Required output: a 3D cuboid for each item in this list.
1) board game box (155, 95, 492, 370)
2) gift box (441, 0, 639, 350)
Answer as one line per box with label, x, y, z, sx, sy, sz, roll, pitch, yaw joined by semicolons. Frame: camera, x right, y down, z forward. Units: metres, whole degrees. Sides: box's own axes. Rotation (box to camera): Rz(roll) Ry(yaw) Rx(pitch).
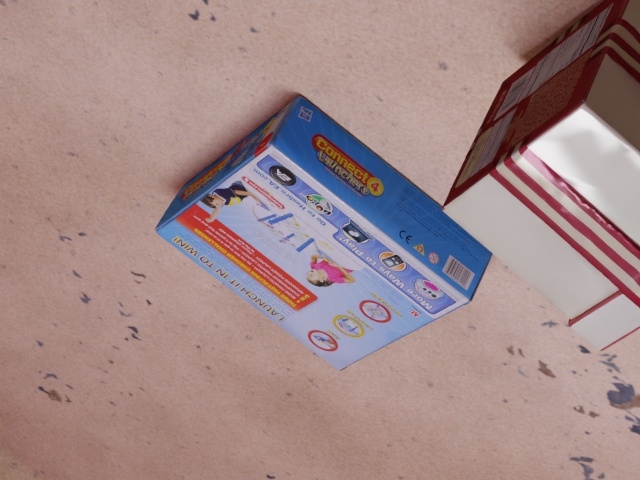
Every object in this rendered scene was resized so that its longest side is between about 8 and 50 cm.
board game box;0.000;0.000;2.396;0.308;0.086;0.302;38;146;-14
gift box;0.300;-0.064;1.951;0.258;0.255;0.276;39;141;-11
